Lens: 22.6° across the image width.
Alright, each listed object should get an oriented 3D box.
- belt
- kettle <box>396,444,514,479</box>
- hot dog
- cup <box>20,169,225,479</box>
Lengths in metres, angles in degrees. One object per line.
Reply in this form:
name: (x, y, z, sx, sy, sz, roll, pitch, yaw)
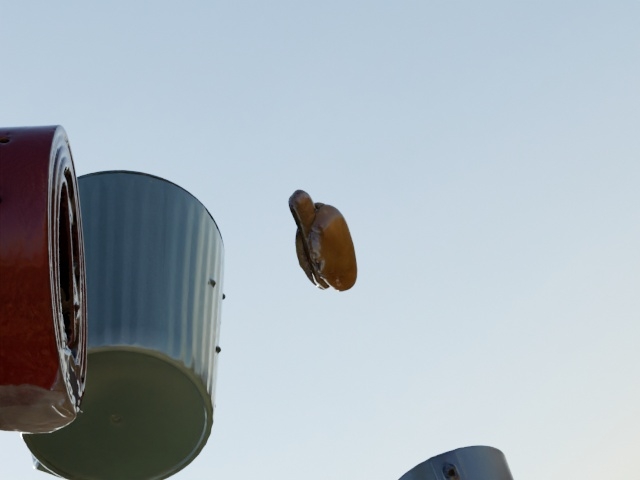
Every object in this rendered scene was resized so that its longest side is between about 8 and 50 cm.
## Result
belt: (-0.314, 0.041, 1.668, 0.115, 0.324, 0.227, -4, -2, 2)
kettle: (0.193, 0.371, 1.897, 0.160, 0.243, 0.210, -18, -36, -8)
hot dog: (0.001, 0.001, 2.020, 0.060, 0.090, 0.140, -22, -61, -31)
cup: (-0.286, 0.158, 2.283, 0.310, 0.392, 0.401, -2, -54, -4)
